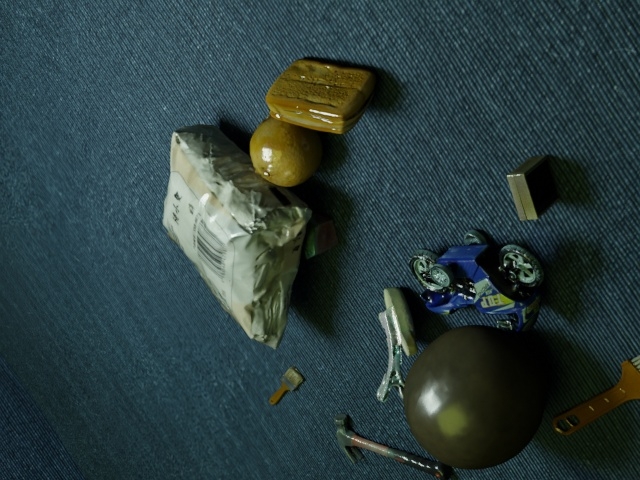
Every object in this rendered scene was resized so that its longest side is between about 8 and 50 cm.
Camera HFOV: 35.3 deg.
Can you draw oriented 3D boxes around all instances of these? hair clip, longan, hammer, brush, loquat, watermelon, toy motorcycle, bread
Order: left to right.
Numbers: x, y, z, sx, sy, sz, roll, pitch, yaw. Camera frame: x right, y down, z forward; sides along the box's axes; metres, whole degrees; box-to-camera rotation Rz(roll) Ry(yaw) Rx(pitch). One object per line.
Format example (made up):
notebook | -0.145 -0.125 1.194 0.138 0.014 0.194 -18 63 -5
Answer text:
brush | -0.084 0.341 2.316 0.043 0.014 0.170 45 140 8
loquat | -0.066 -0.170 1.860 0.141 0.141 0.141 24 131 31
watermelon | -0.003 -0.004 1.961 0.072 0.092 0.084 -9 128 3
bread | 0.004 -0.251 1.757 0.200 0.116 0.077 18 147 38
hammer | 0.152 0.455 2.152 0.288 0.033 0.111 11 123 39
hair clip | 0.144 0.194 1.888 0.159 0.071 0.218 127 142 -76
longan | 0.272 0.275 1.762 0.258 0.258 0.258 24 131 31
toy motorcycle | 0.276 0.079 1.723 0.315 0.113 0.168 -4 123 55
brush | 0.495 0.270 1.711 0.090 0.017 0.314 49 140 6

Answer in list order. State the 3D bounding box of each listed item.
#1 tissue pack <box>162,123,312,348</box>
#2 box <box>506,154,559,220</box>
tissue pack | -0.188 -0.009 2.024 0.390 0.195 0.375 46 145 28
box | 0.335 -0.081 1.575 0.035 0.079 0.083 -5 113 44
